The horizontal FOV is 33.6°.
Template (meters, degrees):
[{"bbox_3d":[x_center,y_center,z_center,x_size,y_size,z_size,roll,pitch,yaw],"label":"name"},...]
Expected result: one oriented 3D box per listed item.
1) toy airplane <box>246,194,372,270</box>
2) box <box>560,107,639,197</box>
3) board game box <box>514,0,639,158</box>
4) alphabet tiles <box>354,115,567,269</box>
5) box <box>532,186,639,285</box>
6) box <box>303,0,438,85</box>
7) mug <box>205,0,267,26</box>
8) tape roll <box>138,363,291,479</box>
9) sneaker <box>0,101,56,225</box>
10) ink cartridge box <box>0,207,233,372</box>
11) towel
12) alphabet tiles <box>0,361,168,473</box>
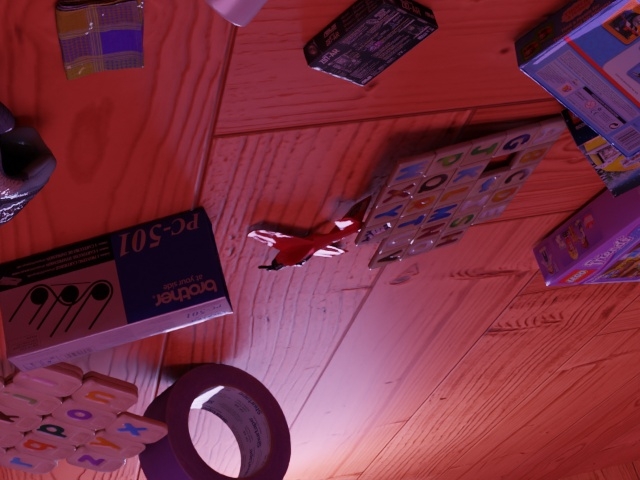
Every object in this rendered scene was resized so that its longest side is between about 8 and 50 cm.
[{"bbox_3d":[0.000,0.000,1.104,0.151,0.028,0.151,-15,157,-6],"label":"toy airplane"},{"bbox_3d":[0.363,-0.134,1.020,0.233,0.044,0.159,-28,154,18],"label":"box"},{"bbox_3d":[0.291,-0.168,0.861,0.160,0.039,0.211,31,132,-32],"label":"board game box"},{"bbox_3d":[0.131,-0.040,1.091,0.198,0.009,0.237,-17,157,-22],"label":"alphabet tiles"},{"bbox_3d":[0.419,-0.038,1.253,0.200,0.057,0.293,-1,151,-32],"label":"box"},{"bbox_3d":[0.038,-0.155,0.811,0.067,0.018,0.083,11,144,-45],"label":"box"},{"bbox_3d":[-0.049,-0.179,0.659,0.064,0.062,0.078,-36,157,21],"label":"mug"},{"bbox_3d":[-0.136,0.261,1.377,0.189,0.189,0.080,4,149,-39],"label":"tape roll"},{"bbox_3d":[-0.278,-0.081,0.697,0.122,0.110,0.283,-33,161,6],"label":"sneaker"},{"bbox_3d":[-0.195,0.046,0.996,0.207,0.097,0.046,-15,156,-1],"label":"ink cartridge box"},{"bbox_3d":[-0.151,-0.141,0.733,0.060,0.009,0.083,-11,155,-15],"label":"towel"},{"bbox_3d":[-0.338,0.214,1.271,0.278,0.021,0.284,22,140,-28],"label":"alphabet tiles"}]
